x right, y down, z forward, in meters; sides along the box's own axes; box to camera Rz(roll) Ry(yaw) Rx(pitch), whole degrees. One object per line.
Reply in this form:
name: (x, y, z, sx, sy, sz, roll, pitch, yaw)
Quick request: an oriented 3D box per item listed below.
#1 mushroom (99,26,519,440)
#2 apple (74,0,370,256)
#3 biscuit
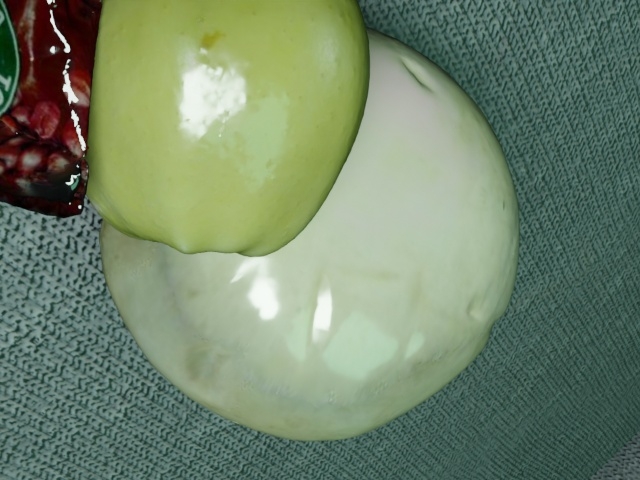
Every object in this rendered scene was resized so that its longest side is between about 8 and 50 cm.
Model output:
mushroom: (0.017, 0.001, 0.895, 0.315, 0.315, 0.356, -51, 136, 10)
apple: (-0.062, -0.090, 0.685, 0.200, 0.200, 0.200, -26, 141, -24)
biscuit: (-0.170, -0.139, 0.617, 0.063, 0.151, 0.235, -4, 106, -48)
